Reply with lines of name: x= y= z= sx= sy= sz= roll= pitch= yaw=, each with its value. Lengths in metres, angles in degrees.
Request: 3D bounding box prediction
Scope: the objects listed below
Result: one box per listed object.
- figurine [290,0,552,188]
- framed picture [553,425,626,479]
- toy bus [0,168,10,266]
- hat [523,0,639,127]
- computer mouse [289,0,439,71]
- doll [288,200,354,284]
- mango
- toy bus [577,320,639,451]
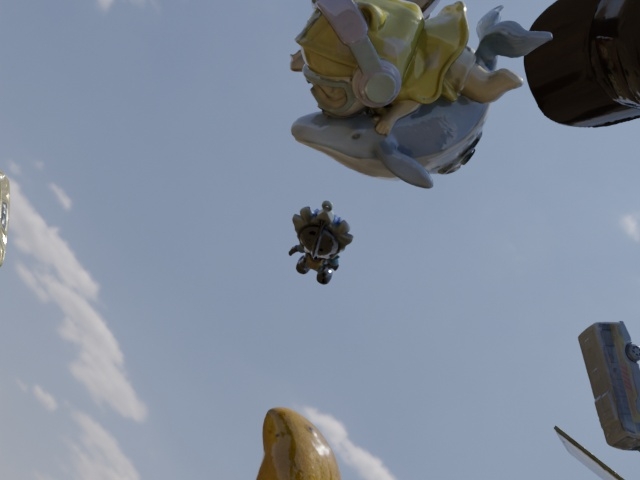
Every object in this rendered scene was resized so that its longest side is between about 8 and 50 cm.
figurine: x=0.070 y=-0.131 z=0.832 sx=0.184 sy=0.208 sz=0.128 roll=59 pitch=-2 yaw=-31
framed picture: x=0.475 y=0.388 z=1.685 sx=0.231 sy=0.010 sz=0.173 roll=38 pitch=-6 yaw=30
toy bus: x=-0.580 y=-0.019 z=1.288 sx=0.202 sy=0.365 sz=0.177 roll=67 pitch=9 yaw=-50
hat: x=0.402 y=-0.224 z=1.232 sx=0.336 sy=0.209 sz=0.238 roll=-27 pitch=-72 yaw=21
computer mouse: x=0.071 y=-0.291 z=1.488 sx=0.056 sy=0.245 sz=0.126 roll=62 pitch=14 yaw=-9
doll: x=0.000 y=0.000 z=1.585 sx=0.096 sy=0.070 sz=0.195 roll=21 pitch=-32 yaw=6
mango: x=-0.033 y=0.374 z=1.563 sx=0.109 sy=0.157 sz=0.262 roll=-27 pitch=-124 yaw=47
toy bus: x=0.436 y=0.210 z=1.540 sx=0.064 sy=0.075 sz=0.191 roll=126 pitch=-36 yaw=-51
